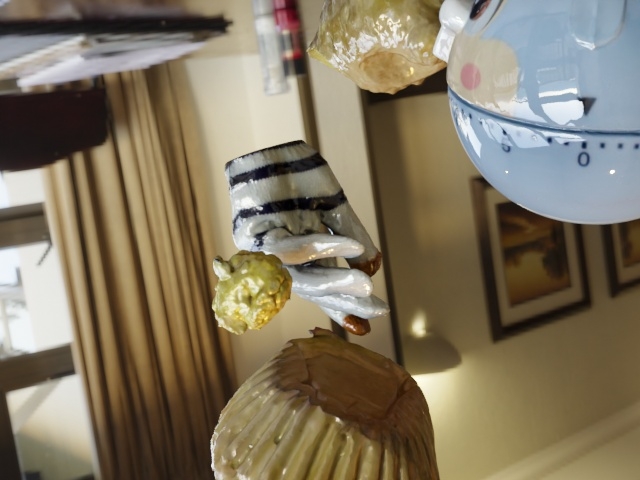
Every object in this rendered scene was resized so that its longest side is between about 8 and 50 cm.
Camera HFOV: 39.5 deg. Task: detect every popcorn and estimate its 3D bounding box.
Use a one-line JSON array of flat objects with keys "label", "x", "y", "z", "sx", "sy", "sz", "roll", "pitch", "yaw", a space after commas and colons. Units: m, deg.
[{"label": "popcorn", "x": -0.063, "y": 0.045, "z": 0.860, "sx": 0.084, "sy": 0.084, "sz": 0.084, "roll": -9, "pitch": -175, "yaw": 1}]

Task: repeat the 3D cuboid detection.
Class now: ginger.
[{"label": "ginger", "x": 0.088, "y": -0.257, "z": 0.769, "sx": 0.123, "sy": 0.270, "sz": 0.219, "roll": 18, "pitch": -173, "yaw": -17}]

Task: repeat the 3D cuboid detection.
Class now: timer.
[{"label": "timer", "x": 0.128, "y": -0.129, "z": 0.467, "sx": 0.175, "sy": 0.255, "sz": 0.175, "roll": -23, "pitch": -161, "yaw": 8}]

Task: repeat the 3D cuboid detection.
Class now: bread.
[{"label": "bread", "x": 0.016, "y": 0.218, "z": 0.976, "sx": 0.274, "sy": 0.149, "sz": 0.274, "roll": 16, "pitch": -160, "yaw": -6}]

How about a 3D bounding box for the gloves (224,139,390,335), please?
[{"label": "gloves", "x": -0.015, "y": 0.005, "z": 0.946, "sx": 0.132, "sy": 0.218, "sz": 0.140, "roll": -19, "pitch": -178, "yaw": 11}]
